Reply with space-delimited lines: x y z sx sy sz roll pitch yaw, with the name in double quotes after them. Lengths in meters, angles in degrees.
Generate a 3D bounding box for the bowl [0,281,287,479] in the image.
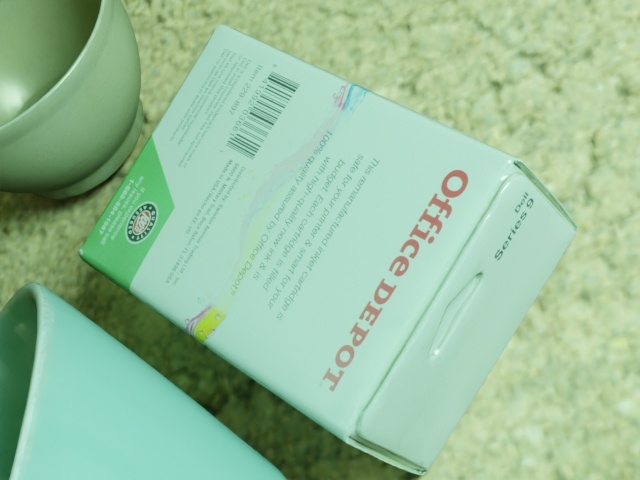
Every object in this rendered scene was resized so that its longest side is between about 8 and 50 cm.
-0.106 0.190 0.574 0.311 0.163 0.311 -55 23 38 "bowl"

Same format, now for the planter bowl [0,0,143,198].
-0.177 -0.093 0.812 0.162 0.109 0.162 -14 53 19 "planter bowl"

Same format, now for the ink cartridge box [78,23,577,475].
0.000 0.000 0.681 0.212 0.093 0.154 29 87 38 "ink cartridge box"
